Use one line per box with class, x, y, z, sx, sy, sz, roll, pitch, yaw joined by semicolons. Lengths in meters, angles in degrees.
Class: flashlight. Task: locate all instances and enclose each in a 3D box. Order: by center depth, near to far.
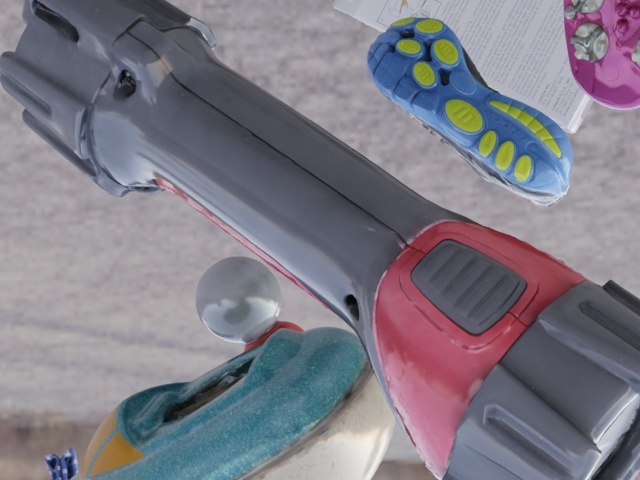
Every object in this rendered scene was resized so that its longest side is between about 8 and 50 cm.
flashlight;0.000;0.000;0.576;0.304;0.103;0.103;35;-161;28

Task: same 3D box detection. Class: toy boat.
toy boat;-0.067;0.117;1.019;0.267;0.148;0.318;-31;-171;18

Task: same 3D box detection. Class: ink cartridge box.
ink cartridge box;0.150;-0.216;1.191;0.225;0.181;0.056;29;-175;16

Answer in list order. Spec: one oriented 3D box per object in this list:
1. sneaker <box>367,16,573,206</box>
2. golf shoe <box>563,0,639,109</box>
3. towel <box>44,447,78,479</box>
sneaker;0.099;-0.085;0.992;0.067;0.188;0.078;-41;150;-8
golf shoe;0.252;-0.231;0.945;0.115;0.306;0.140;27;-158;29
towel;-0.197;0.378;1.386;0.040;0.336;0.243;-15;162;-10
